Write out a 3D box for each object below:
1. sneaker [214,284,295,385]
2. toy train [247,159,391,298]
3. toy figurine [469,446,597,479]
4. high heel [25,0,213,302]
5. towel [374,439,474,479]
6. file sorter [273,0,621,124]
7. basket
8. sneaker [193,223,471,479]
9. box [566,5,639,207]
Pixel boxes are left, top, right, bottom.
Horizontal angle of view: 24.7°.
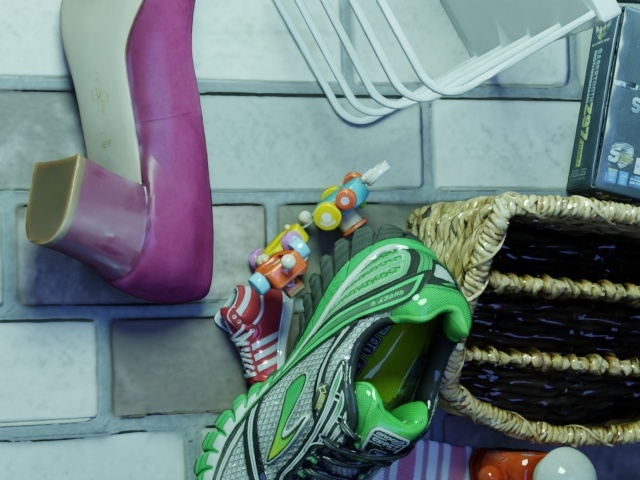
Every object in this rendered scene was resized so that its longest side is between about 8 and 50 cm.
[{"bbox_3d":[-0.064,0.097,1.299,0.067,0.042,0.118,13,76,-21],"label":"sneaker"},{"bbox_3d":[0.000,0.000,1.284,0.166,0.125,0.046,-42,102,-19],"label":"toy train"},{"bbox_3d":[0.191,0.303,1.300,0.209,0.148,0.213,-45,108,-21],"label":"toy figurine"},{"bbox_3d":[-0.137,-0.138,1.277,0.181,0.127,0.377,27,73,-44],"label":"high heel"},{"bbox_3d":[0.045,0.246,1.338,0.197,0.029,0.144,11,84,-20],"label":"towel"},{"bbox_3d":[0.084,-0.217,1.245,0.173,0.278,0.193,-30,97,-13],"label":"file sorter"},{"bbox_3d":[0.237,0.079,1.305,0.299,0.223,0.213,7,85,-19],"label":"basket"},{"bbox_3d":[0.004,0.157,1.206,0.134,0.146,0.343,22,100,-26],"label":"sneaker"},{"bbox_3d":[0.368,-0.113,1.442,0.233,0.059,0.183,14,82,-18],"label":"box"}]
